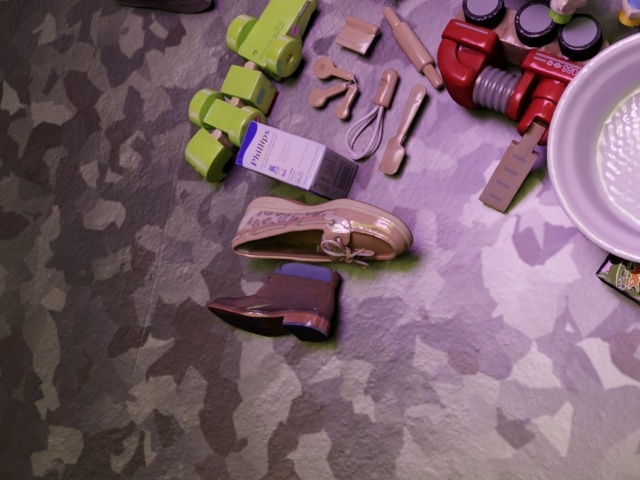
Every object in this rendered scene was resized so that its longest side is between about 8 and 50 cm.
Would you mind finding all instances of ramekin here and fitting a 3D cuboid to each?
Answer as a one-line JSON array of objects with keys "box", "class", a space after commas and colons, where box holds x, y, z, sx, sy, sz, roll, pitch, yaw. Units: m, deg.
[{"box": [0.431, -0.110, 1.023, 0.277, 0.135, 0.277, 1, 92, 30], "class": "ramekin"}]

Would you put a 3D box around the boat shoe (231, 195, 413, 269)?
[{"box": [0.000, 0.000, 1.236, 0.285, 0.105, 0.089, 4, 52, 34], "class": "boat shoe"}]

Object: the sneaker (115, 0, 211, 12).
[{"box": [-0.277, -0.472, 1.464, 0.222, 0.083, 0.118, 14, 86, 27], "class": "sneaker"}]

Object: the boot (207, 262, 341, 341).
[{"box": [-0.067, 0.089, 1.292, 0.219, 0.082, 0.106, 7, 62, 29], "class": "boot"}]

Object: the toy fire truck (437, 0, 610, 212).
[{"box": [0.253, -0.189, 1.158, 0.217, 0.158, 0.246, 26, 82, 25], "class": "toy fire truck"}]

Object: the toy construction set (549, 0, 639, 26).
[{"box": [0.311, -0.407, 1.078, 0.215, 0.151, 0.328, -14, 49, -11], "class": "toy construction set"}]

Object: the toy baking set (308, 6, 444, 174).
[{"box": [0.090, -0.232, 1.291, 0.196, 0.030, 0.256, -41, 67, 16], "class": "toy baking set"}]

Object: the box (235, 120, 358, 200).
[{"box": [-0.035, -0.117, 1.270, 0.137, 0.126, 0.072, 22, 92, 26], "class": "box"}]

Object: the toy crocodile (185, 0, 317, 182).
[{"box": [-0.111, -0.251, 1.350, 0.115, 0.105, 0.341, 26, 87, 26], "class": "toy crocodile"}]

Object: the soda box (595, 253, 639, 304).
[{"box": [0.438, 0.071, 1.061, 0.169, 0.060, 0.053, 35, 95, 25], "class": "soda box"}]
